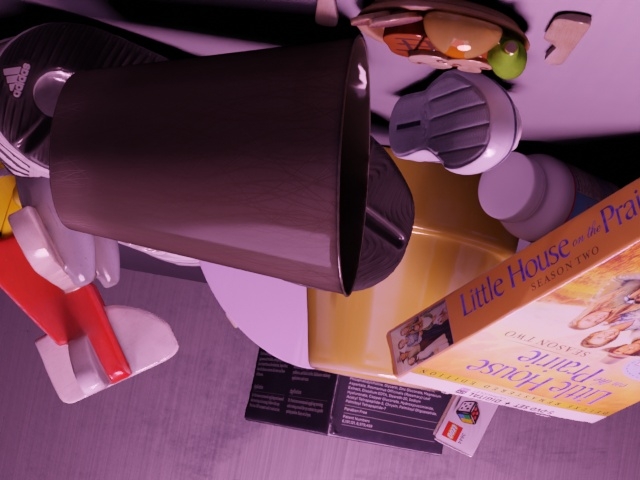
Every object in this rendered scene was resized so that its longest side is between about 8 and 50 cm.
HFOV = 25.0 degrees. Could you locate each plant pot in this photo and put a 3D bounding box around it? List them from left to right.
[{"bbox_3d":[0.085,0.038,1.603,0.254,0.238,0.254,10,174,1],"label":"plant pot"}]

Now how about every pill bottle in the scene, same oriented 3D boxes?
[{"bbox_3d":[0.229,-0.036,1.418,0.087,0.087,0.160,3,170,45],"label":"pill bottle"}]

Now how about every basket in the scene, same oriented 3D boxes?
[{"bbox_3d":[-0.083,-0.065,1.126,0.227,0.204,0.154,5,-162,9],"label":"basket"}]

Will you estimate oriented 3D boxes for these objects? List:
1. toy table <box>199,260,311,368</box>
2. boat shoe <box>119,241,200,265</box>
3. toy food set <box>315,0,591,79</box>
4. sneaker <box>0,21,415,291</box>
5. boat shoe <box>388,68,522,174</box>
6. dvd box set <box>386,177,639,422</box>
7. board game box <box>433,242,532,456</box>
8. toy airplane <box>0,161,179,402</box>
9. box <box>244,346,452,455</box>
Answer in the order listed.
[{"bbox_3d":[-0.032,0.029,1.808,0.252,0.274,0.161,-25,176,11],"label":"toy table"},{"bbox_3d":[-0.256,-0.027,2.183,0.268,0.096,0.088,19,177,-4],"label":"boat shoe"},{"bbox_3d":[0.083,-0.138,1.008,0.192,0.038,0.132,10,173,3],"label":"toy food set"},{"bbox_3d":[-0.135,-0.090,1.380,0.448,0.169,0.257,23,176,-29],"label":"sneaker"},{"bbox_3d":[0.125,-0.098,1.176,0.076,0.083,0.226,0,-173,-16],"label":"boat shoe"},{"bbox_3d":[0.314,0.055,1.383,0.308,0.062,0.420,17,143,-37],"label":"dvd box set"},{"bbox_3d":[0.220,0.104,1.661,0.053,0.305,0.193,27,176,8],"label":"board game box"},{"bbox_3d":[-0.296,-0.007,1.645,0.386,0.272,0.384,39,173,45],"label":"toy airplane"},{"bbox_3d":[0.053,0.130,2.074,0.179,0.312,0.343,13,173,-21],"label":"box"}]
